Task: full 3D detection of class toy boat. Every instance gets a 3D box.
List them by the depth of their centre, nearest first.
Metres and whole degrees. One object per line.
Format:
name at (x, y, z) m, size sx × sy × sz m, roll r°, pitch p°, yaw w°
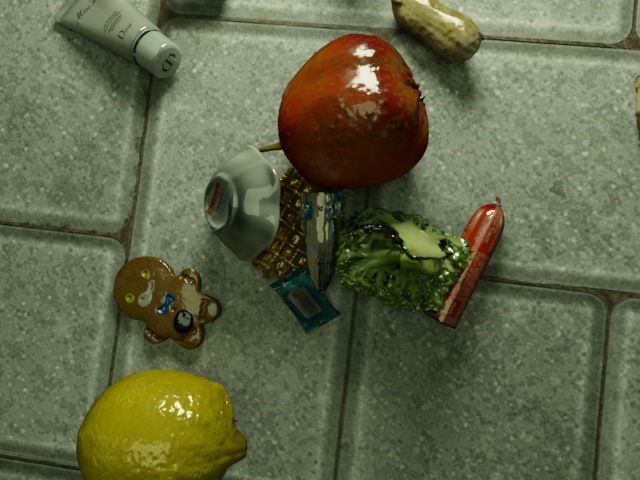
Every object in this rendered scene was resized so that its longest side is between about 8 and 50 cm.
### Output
toy boat at (0.000, 0.000, 0.986) m, size 0.085 × 0.066 × 0.210 m, roll 1°, pitch 94°, yaw 6°

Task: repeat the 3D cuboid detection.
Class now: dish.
dish at (-0.171, -0.072, 0.982) m, size 0.229 × 0.081 × 0.229 m, roll 3°, pitch 94°, yaw 49°

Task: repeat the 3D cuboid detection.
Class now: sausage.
sausage at (0.292, 0.038, 1.000) m, size 0.074 × 0.074 × 0.274 m, roll 28°, pitch 89°, yaw 6°

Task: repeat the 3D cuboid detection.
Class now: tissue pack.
tissue pack at (-0.030, 0.120, 1.032) m, size 0.085 × 0.028 × 0.138 m, roll -31°, pitch 108°, yaw 10°

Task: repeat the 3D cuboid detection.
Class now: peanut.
peanut at (0.229, -0.434, 1.025) m, size 0.214 × 0.099 × 0.099 m, roll 36°, pitch 90°, yaw 11°

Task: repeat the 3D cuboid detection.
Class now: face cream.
face cream at (-0.434, -0.461, 1.104) m, size 0.314 × 0.089 × 0.143 m, roll 37°, pitch 90°, yaw 17°

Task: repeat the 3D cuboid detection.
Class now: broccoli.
broccoli at (0.146, 0.058, 0.938) m, size 0.243 × 0.273 × 0.180 m, roll 9°, pitch 111°, yaw -10°

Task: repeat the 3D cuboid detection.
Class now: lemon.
lemon at (-0.293, 0.367, 0.950) m, size 0.320 × 0.245 × 0.245 m, roll 4°, pitch 87°, yaw 3°

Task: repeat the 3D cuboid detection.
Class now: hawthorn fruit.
hawthorn fruit at (0.030, -0.221, 0.950) m, size 0.331 × 0.287 × 0.287 m, roll -19°, pitch 85°, yaw 16°

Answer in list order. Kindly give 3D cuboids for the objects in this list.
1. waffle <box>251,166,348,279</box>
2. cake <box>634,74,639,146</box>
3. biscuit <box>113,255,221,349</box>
waffle at (-0.059, -0.035, 1.049) m, size 0.232 × 0.051 × 0.228 m, roll -11°, pitch 86°, yaw 5°
cake at (0.745, -0.217, 0.881) m, size 0.256 × 0.282 × 0.290 m, roll -4°, pitch 82°, yaw -2°
biscuit at (-0.330, 0.127, 1.073) m, size 0.236 × 0.039 × 0.179 m, roll 30°, pitch 91°, yaw 8°
